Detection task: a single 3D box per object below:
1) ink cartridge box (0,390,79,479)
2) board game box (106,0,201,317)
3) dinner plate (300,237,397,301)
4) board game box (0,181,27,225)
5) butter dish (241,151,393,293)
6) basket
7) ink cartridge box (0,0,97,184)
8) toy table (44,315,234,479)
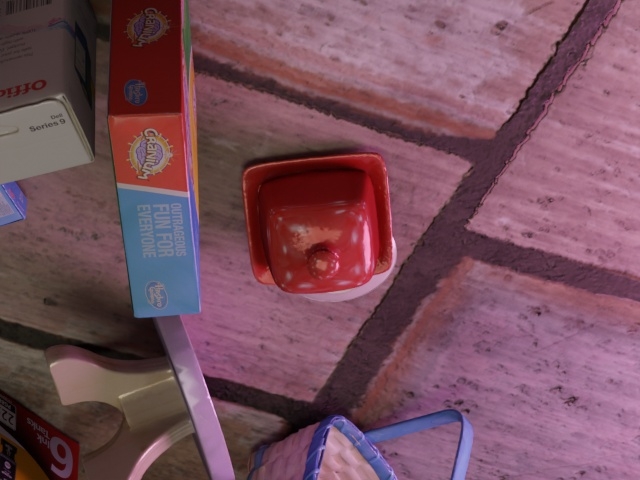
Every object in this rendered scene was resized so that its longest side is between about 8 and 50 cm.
[{"bbox_3d":[-0.432,0.292,2.031,0.130,0.272,0.309,-32,128,23],"label":"ink cartridge box"},{"bbox_3d":[-0.153,-0.123,1.640,0.064,0.317,0.242,-3,134,-2],"label":"board game box"},{"bbox_3d":[0.017,0.023,1.997,0.141,0.017,0.141,-3,134,-3],"label":"dinner plate"},{"bbox_3d":[-0.443,-0.057,1.864,0.211,0.039,0.160,-18,132,10],"label":"board game box"},{"bbox_3d":[0.000,0.000,1.891,0.160,0.118,0.160,-6,122,0],"label":"butter dish"},{"bbox_3d":[0.045,0.334,2.136,0.289,0.255,0.201,-16,134,35],"label":"basket"},{"bbox_3d":[-0.298,-0.157,1.665,0.154,0.212,0.093,-14,134,7],"label":"ink cartridge box"},{"bbox_3d":[-0.207,0.196,1.999,0.160,0.252,0.274,-20,122,-9],"label":"toy table"}]
